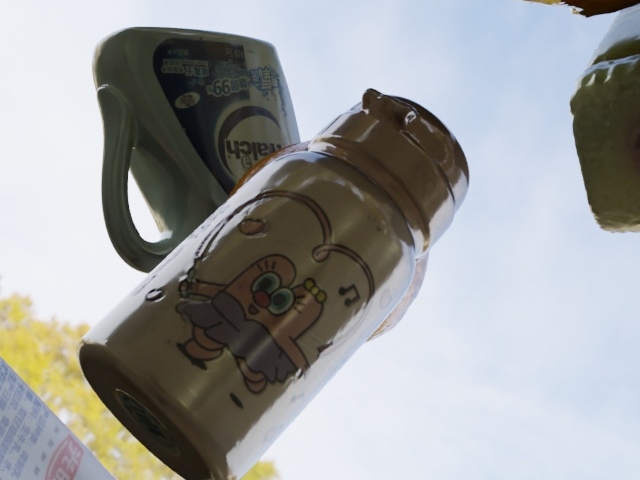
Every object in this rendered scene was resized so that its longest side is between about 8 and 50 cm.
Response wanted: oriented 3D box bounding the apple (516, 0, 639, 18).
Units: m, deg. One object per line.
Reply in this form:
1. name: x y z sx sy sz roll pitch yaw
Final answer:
1. apple: 0.155 -0.304 0.725 0.340 0.339 0.339 29 -33 21

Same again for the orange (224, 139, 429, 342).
1. orange: 0.002 0.001 0.991 0.178 0.177 0.155 36 -19 10

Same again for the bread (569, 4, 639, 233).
1. bread: 0.341 -0.099 0.772 0.338 0.187 0.155 -8 -61 34

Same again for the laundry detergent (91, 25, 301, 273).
1. laundry detergent: -0.111 -0.051 1.138 0.105 0.215 0.280 -15 -102 48

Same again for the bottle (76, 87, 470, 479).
1. bottle: -0.010 0.019 0.590 0.097 0.209 0.110 29 -28 32

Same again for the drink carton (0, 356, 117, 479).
1. drink carton: -0.226 0.095 0.597 0.131 0.106 0.315 -11 -47 25
